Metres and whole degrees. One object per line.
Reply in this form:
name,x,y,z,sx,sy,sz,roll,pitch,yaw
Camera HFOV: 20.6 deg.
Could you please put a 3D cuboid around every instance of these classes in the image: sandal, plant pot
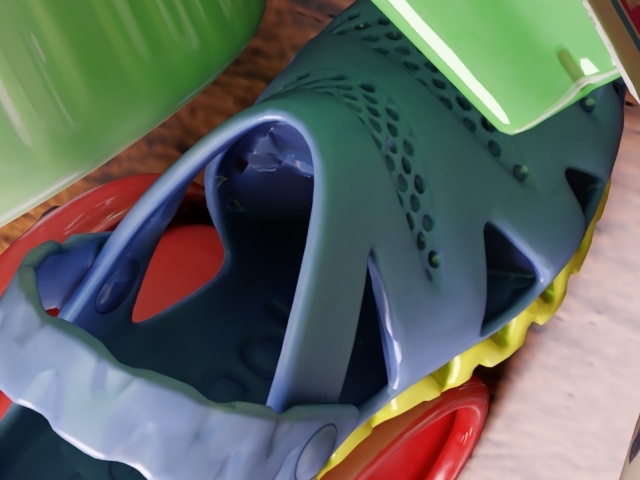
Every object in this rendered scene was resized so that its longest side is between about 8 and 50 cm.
sandal,0.000,0.000,0.566,0.126,0.317,0.138,30,153,20
plant pot,-0.053,0.078,0.706,0.174,0.191,0.191,41,126,19

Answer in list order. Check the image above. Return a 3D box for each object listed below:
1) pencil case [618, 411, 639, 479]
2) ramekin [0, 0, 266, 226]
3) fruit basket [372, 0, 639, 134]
pencil case,0.267,0.154,0.522,0.410,0.160,0.183,24,133,5
ramekin,-0.166,-0.086,0.632,0.303,0.303,0.148,-16,111,34
fruit basket,0.032,-0.217,0.445,0.165,0.327,0.353,-22,97,20
